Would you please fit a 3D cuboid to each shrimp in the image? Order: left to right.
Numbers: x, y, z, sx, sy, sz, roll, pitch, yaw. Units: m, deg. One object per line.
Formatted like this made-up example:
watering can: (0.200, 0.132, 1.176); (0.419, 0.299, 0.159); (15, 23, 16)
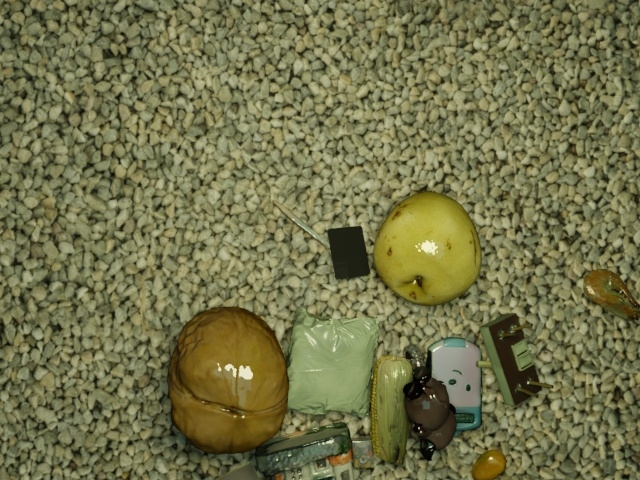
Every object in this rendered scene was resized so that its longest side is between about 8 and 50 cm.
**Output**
shrimp: (0.280, 0.390, 1.521); (0.065, 0.056, 0.165); (-11, 77, 37)
shrimp: (0.895, 0.167, 1.560); (0.217, 0.051, 0.115); (35, 85, 3)

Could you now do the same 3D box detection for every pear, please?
pear: (0.296, 0.022, 1.437); (0.309, 0.309, 0.309); (0, 87, -1)

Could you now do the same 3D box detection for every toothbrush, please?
toothbrush: (0.000, 0.000, 1.559); (0.375, 0.028, 0.037); (39, 81, 1)

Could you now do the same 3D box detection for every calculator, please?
calculator: (0.394, 0.434, 1.534); (0.173, 0.051, 0.293); (1, 88, -2)

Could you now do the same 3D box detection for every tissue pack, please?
tissue pack: (0.123, 0.626, 1.526); (0.063, 0.035, 0.083); (-5, 88, -2)

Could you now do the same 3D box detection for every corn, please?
corn: (0.207, 0.483, 1.481); (0.122, 0.123, 0.305); (-2, 98, -16)

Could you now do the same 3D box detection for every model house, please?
model house: (-0.020, 0.686, 1.444); (0.271, 0.190, 0.301); (-13, 88, -4)

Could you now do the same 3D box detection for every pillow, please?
pillow: (0.032, 0.354, 1.490); (0.283, 0.138, 0.310); (12, 91, -12)

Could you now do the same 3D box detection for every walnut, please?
walnut: (-0.240, 0.359, 1.365); (0.308, 0.398, 0.354); (15, 102, -24)

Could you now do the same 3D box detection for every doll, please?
doll: (0.298, 0.470, 1.411); (0.182, 0.117, 0.257); (-47, 129, -33)

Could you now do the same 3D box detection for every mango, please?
mango: (0.495, 0.665, 1.522); (0.114, 0.057, 0.079); (-36, 96, 1)

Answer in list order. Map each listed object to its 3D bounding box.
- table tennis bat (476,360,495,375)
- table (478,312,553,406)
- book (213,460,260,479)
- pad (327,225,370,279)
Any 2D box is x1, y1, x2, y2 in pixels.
table tennis bat: (0.527, 0.366, 1.532); (0.156, 0.013, 0.087); (7, 82, -22)
table: (0.573, 0.341, 1.490); (0.121, 0.111, 0.240); (-19, 90, -27)
book: (-0.223, 0.760, 1.522); (0.127, 0.014, 0.182); (-26, 88, -2)
pad: (0.085, 0.035, 1.550); (0.112, 0.003, 0.157); (-6, 77, -12)
